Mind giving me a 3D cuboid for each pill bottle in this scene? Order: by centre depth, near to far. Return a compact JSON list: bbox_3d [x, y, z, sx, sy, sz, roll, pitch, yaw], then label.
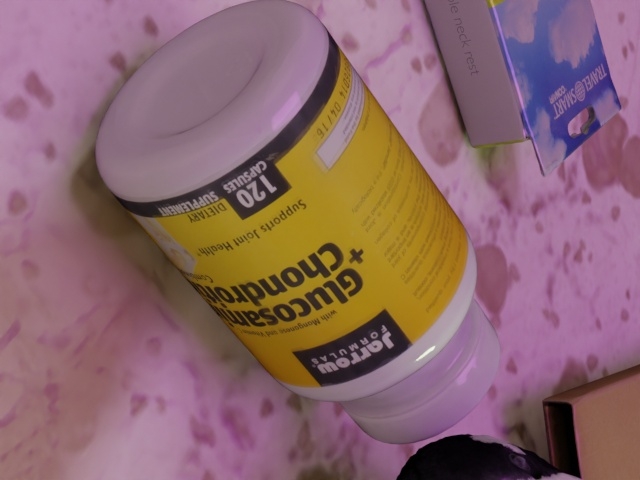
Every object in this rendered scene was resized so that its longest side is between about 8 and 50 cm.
[{"bbox_3d":[0.000,0.000,0.614,0.184,0.103,0.103,52,48,-33],"label":"pill bottle"}]

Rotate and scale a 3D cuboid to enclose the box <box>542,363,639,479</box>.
[{"bbox_3d":[0.193,0.152,0.865,0.201,0.021,0.164,-9,92,-51],"label":"box"}]

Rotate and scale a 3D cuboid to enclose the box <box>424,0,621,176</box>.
[{"bbox_3d":[0.102,-0.133,0.810,0.109,0.042,0.178,-37,114,-47],"label":"box"}]

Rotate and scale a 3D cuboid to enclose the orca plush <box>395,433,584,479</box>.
[{"bbox_3d":[0.122,0.141,0.723,0.287,0.151,0.102,20,34,-35],"label":"orca plush"}]
